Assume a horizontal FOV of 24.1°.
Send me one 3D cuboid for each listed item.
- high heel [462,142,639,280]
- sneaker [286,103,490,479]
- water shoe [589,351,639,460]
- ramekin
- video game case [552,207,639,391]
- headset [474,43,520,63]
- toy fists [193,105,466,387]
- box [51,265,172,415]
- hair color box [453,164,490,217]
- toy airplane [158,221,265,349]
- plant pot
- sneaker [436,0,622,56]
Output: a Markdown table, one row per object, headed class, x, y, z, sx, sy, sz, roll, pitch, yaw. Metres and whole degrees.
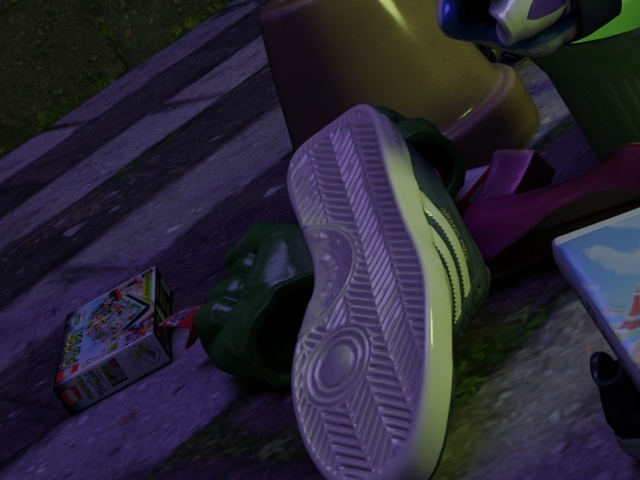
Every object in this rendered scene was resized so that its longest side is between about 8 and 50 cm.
| class | x | y | z | sx | sy | sz | roll | pitch | yaw |
| --- | --- | --- | --- | --- | --- | --- | --- | --- | --- |
| high heel | 0.207 | -0.010 | 1.140 | 0.244 | 0.082 | 0.117 | 7 | 70 | 41 |
| sneaker | 0.067 | 0.056 | 1.084 | 0.131 | 0.148 | 0.350 | -30 | 40 | 27 |
| water shoe | 0.240 | 0.045 | 0.877 | 0.203 | 0.080 | 0.073 | -39 | 20 | -29 |
| ramekin | 0.330 | -0.169 | 1.218 | 0.303 | 0.148 | 0.303 | -26 | 18 | 9 |
| video game case | 0.260 | 0.026 | 0.816 | 0.212 | 0.023 | 0.193 | -20 | 40 | -4 |
| headset | 0.195 | -0.229 | 1.695 | 0.243 | 0.185 | 0.394 | -35 | 3 | -30 |
| toy fists | 0.000 | 0.000 | 1.283 | 0.279 | 0.096 | 0.142 | -52 | 19 | -8 |
| box | -0.207 | 0.097 | 1.513 | 0.114 | 0.036 | 0.207 | -29 | 17 | 3 |
| hair color box | 0.093 | -0.021 | 1.356 | 0.141 | 0.043 | 0.072 | -12 | 25 | 43 |
| toy airplane | -0.082 | 0.047 | 1.373 | 0.151 | 0.028 | 0.151 | -40 | -18 | -16 |
| plant pot | 0.057 | -0.165 | 1.509 | 0.263 | 0.229 | 0.263 | -26 | 18 | 9 |
| sneaker | 0.228 | -0.214 | 1.077 | 0.323 | 0.130 | 0.236 | -1 | 43 | 48 |
